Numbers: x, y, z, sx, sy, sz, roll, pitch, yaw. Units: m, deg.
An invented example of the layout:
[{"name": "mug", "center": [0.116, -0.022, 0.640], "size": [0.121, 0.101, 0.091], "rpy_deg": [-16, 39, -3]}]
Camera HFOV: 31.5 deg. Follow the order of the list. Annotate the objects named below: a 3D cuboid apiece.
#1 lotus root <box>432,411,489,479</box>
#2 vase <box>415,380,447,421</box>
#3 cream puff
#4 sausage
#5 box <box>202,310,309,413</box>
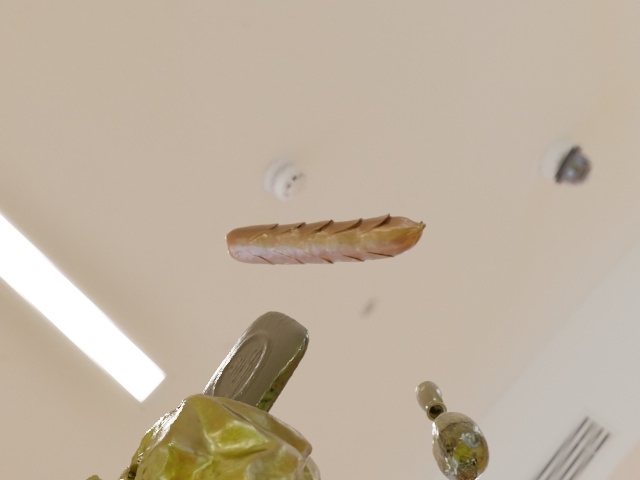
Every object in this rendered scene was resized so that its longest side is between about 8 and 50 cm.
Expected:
[{"name": "lotus root", "center": [0.217, 0.319, 1.765], "size": [0.080, 0.179, 0.089], "rpy_deg": [1, -74, -5]}, {"name": "vase", "center": [0.225, 0.326, 2.295], "size": [0.053, 0.101, 0.053], "rpy_deg": [-1, -75, -5]}, {"name": "cream puff", "center": [-0.132, 0.292, 1.090], "size": [0.274, 0.270, 0.323], "rpy_deg": [-8, -28, 4]}, {"name": "sausage", "center": [0.001, 0.002, 2.142], "size": [0.088, 0.433, 0.088], "rpy_deg": [13, -105, -60]}, {"name": "box", "center": [-0.100, 0.199, 1.643], "size": [0.042, 0.201, 0.212], "rpy_deg": [38, -98, -21]}]
